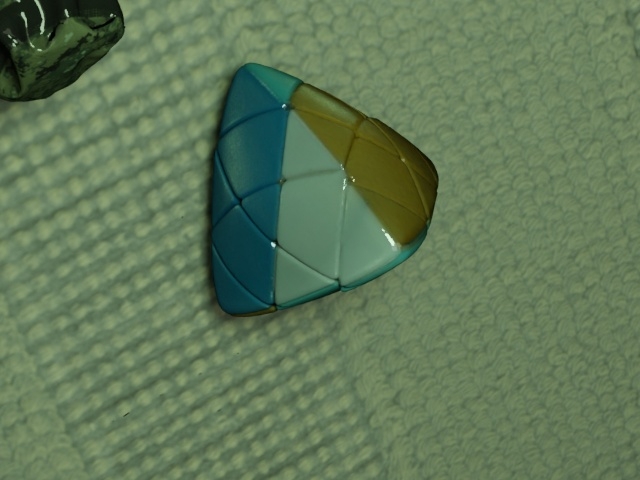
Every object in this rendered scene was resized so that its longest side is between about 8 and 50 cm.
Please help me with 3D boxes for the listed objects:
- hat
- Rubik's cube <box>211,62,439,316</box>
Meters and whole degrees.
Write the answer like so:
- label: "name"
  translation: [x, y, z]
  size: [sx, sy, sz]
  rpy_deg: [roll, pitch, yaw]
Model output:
- label: "hat"
  translation: [-0.232, -0.189, 1.382]
  size: [0.265, 0.265, 0.128]
  rpy_deg: [-21, 71, -20]
- label: "Rubik's cube"
  translation: [0.000, 0.000, 1.576]
  size: [0.254, 0.254, 0.255]
  rpy_deg: [-8, 108, -25]
